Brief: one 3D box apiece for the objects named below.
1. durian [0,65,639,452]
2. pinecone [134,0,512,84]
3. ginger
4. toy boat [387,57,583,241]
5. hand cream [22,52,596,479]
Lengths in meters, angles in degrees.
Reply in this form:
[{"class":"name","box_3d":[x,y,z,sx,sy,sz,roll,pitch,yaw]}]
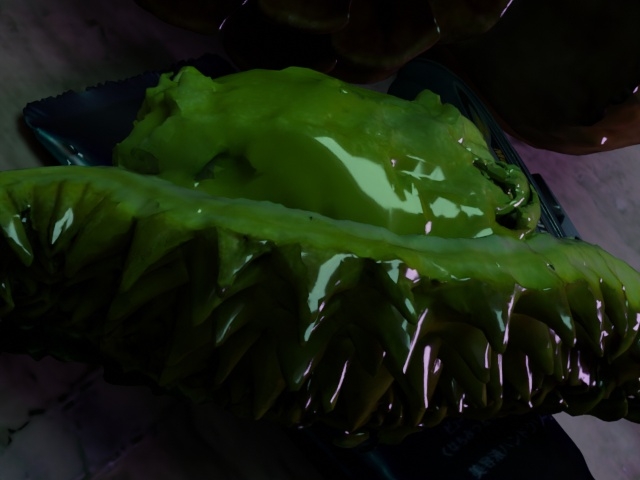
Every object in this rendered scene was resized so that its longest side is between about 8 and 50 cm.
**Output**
[{"class":"durian","box_3d":[-0.002,0.007,0.516,0.375,0.106,0.132,11,42,-25]},{"class":"pinecone","box_3d":[-0.001,-0.159,0.638,0.207,0.208,0.208,30,37,-27]},{"class":"ginger","box_3d":[0.142,-0.150,0.803,0.223,0.200,0.269,4,47,-41]},{"class":"toy boat","box_3d":[0.065,-0.019,0.718,0.060,0.055,0.141,-8,62,-43]},{"class":"hand cream","box_3d":[0.011,0.040,0.607,0.270,0.061,0.120,48,36,13]}]
